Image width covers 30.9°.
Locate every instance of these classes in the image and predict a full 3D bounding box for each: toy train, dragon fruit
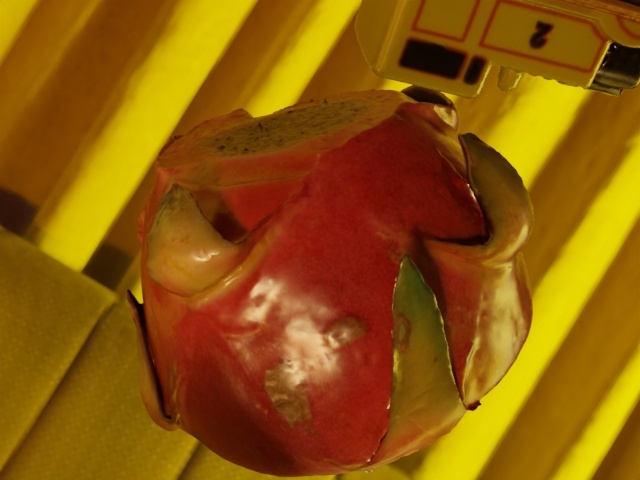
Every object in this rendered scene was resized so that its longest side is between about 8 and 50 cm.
[{"bbox_3d":[0.104,-0.131,0.578,0.219,0.127,0.089,10,31,-17],"label":"toy train"},{"bbox_3d":[0.000,0.000,0.781,0.291,0.291,0.189,30,-37,54],"label":"dragon fruit"}]
